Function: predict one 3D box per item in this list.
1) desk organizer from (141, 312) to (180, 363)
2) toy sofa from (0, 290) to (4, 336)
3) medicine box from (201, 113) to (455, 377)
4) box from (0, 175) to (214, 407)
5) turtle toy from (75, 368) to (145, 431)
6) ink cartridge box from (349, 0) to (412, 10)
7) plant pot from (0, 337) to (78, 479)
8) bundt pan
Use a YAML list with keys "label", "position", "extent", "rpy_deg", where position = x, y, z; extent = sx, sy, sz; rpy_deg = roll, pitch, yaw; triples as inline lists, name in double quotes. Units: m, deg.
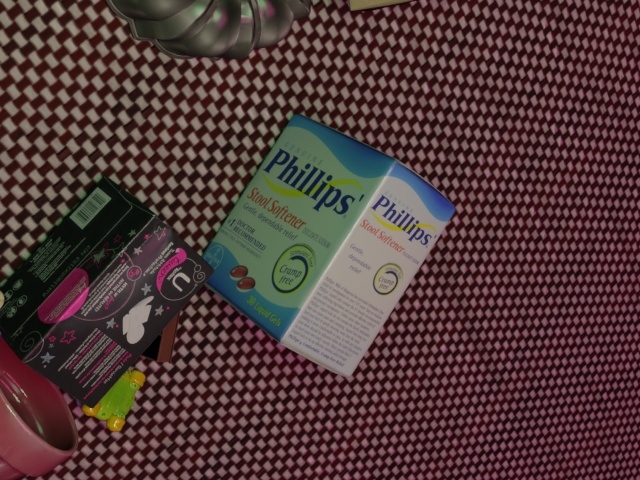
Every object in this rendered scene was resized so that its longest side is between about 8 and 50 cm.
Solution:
- label: "desk organizer"
  position: [-0.238, 0.111, 1.575]
  extent: [0.050, 0.047, 0.130]
  rpy_deg: [3, 108, -33]
- label: "toy sofa"
  position: [-0.570, 0.082, 1.267]
  extent: [0.362, 0.150, 0.177]
  rpy_deg: [-18, 117, -28]
- label: "medicine box"
  position: [0.000, 0.000, 1.550]
  extent: [0.149, 0.263, 0.289]
  rpy_deg: [32, 90, -39]
- label: "box"
  position: [-0.295, 0.067, 1.442]
  extent: [0.247, 0.163, 0.142]
  rpy_deg: [-48, 132, -8]
- label: "turtle toy"
  position: [-0.318, 0.210, 1.548]
  extent: [0.130, 0.066, 0.095]
  rpy_deg: [42, 60, -36]
- label: "ink cartridge box"
  position: [0.115, -0.440, 1.449]
  extent: [0.088, 0.193, 0.234]
  rpy_deg: [-42, 120, -70]
- label: "plant pot"
  position: [-0.447, 0.245, 1.409]
  extent: [0.180, 0.201, 0.201]
  rpy_deg: [-34, 127, 2]
- label: "bundt pan"
  position: [-0.119, -0.382, 1.398]
  extent: [0.331, 0.124, 0.331]
  rpy_deg: [-15, 118, -30]
